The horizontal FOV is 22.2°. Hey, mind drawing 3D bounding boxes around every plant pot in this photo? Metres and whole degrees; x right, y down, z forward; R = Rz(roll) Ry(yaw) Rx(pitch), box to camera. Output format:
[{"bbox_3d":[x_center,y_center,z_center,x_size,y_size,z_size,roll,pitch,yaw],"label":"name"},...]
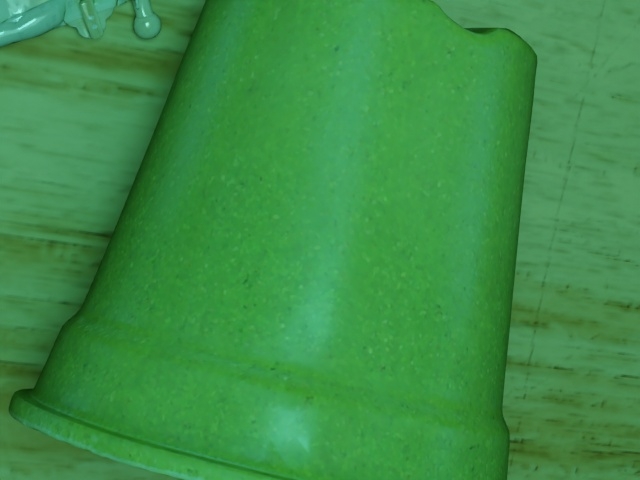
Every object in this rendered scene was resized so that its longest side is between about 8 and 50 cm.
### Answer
[{"bbox_3d":[0.000,0.000,0.870,0.276,0.276,0.254,15,88,-28],"label":"plant pot"}]

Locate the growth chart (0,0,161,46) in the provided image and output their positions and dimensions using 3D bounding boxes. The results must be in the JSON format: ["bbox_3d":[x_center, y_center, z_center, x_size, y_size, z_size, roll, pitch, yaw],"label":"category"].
[{"bbox_3d":[-0.206,-0.163,0.841,0.237,0.021,0.172,-16,111,-20],"label":"growth chart"}]
